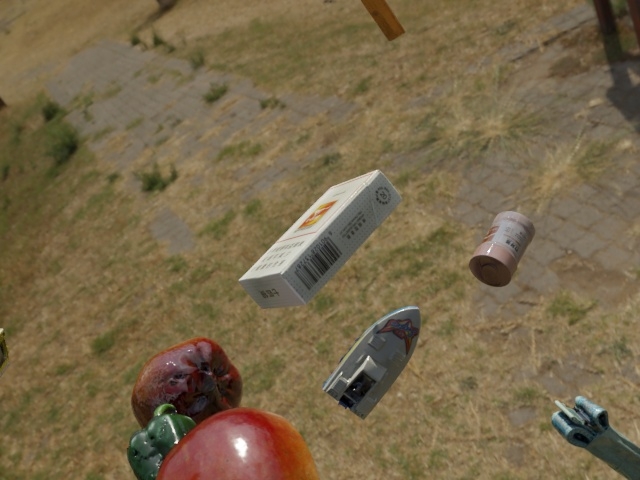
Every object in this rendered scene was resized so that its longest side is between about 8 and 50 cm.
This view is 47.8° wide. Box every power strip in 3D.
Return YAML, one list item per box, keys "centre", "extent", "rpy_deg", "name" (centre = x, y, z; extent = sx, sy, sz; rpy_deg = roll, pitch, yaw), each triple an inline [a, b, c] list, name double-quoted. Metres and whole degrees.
- centre: [0.065, -0.339, 0.986]
  extent: [0.028, 0.178, 0.049]
  rpy_deg: [-31, 51, 16]
  name: "power strip"

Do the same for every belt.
- centre: [0.534, 0.369, 1.290]
  extent: [0.087, 0.302, 0.072]
  rpy_deg: [-52, 20, 9]
  name: "belt"

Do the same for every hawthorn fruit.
- centre: [-0.340, 0.398, 1.856]
  extent: [0.295, 0.295, 0.311]
  rpy_deg: [-48, -4, -25]
  name: "hawthorn fruit"

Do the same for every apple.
- centre: [-0.135, 0.477, 1.181]
  extent: [0.295, 0.328, 0.365]
  rpy_deg: [-19, 37, -17]
  name: "apple"

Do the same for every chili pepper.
- centre: [-0.314, 0.441, 1.499]
  extent: [0.165, 0.174, 0.261]
  rpy_deg: [-43, 40, -8]
  name: "chili pepper"

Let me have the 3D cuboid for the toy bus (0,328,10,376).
- centre: [-0.597, 0.179, 1.095]
  extent: [0.226, 0.074, 0.081]
  rpy_deg: [-4, 25, 2]
  name: "toy bus"

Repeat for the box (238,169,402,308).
- centre: [0.000, 0.000, 1.531]
  extent: [0.330, 0.095, 0.210]
  rpy_deg: [-48, 16, -26]
  name: "box"

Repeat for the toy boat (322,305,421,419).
- centre: [0.137, 0.271, 1.688]
  extent: [0.295, 0.129, 0.088]
  rpy_deg: [-52, 5, 2]
  name: "toy boat"

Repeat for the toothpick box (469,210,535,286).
- centre: [0.404, 0.018, 1.601]
  extent: [0.098, 0.098, 0.149]
  rpy_deg: [1, 42, 43]
  name: "toothpick box"
